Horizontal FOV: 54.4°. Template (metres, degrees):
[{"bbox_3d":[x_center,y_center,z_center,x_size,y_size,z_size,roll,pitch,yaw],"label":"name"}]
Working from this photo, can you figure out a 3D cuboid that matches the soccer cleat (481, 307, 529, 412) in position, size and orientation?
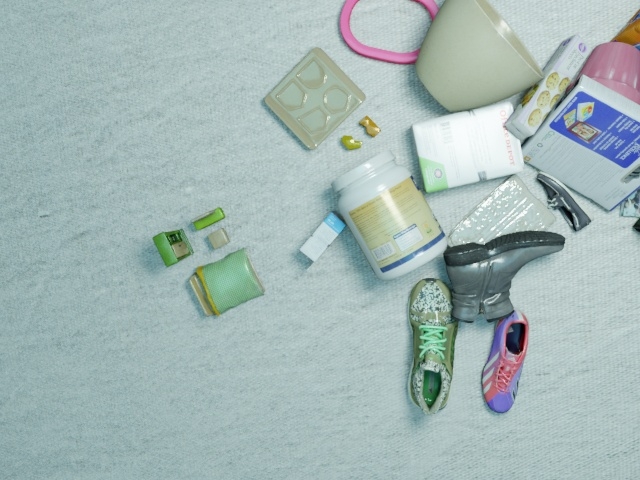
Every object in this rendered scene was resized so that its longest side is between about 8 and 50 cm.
[{"bbox_3d":[0.538,0.355,1.801,0.109,0.116,0.318,9,97,5],"label":"soccer cleat"}]

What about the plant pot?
[{"bbox_3d":[0.770,-0.417,1.667,0.201,0.201,0.180,20,82,4],"label":"plant pot"}]

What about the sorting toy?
[{"bbox_3d":[0.017,-0.379,1.825,0.229,0.041,0.307,-44,90,4],"label":"sorting toy"}]

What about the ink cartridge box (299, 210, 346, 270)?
[{"bbox_3d":[0.000,0.000,1.830,0.060,0.104,0.180,41,98,1],"label":"ink cartridge box"}]

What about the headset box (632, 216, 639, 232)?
[{"bbox_3d":[1.059,-0.047,1.687,0.283,0.131,0.246,35,98,-2],"label":"headset box"}]

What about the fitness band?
[{"bbox_3d":[0.199,-0.615,1.769,0.291,0.054,0.209,13,98,6],"label":"fitness band"}]

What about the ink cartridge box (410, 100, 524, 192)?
[{"bbox_3d":[0.408,-0.259,1.751,0.273,0.115,0.198,-12,95,7],"label":"ink cartridge box"}]

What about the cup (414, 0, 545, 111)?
[{"bbox_3d":[0.393,-0.481,1.652,0.237,0.331,0.331,-39,91,28],"label":"cup"}]

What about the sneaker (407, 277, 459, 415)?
[{"bbox_3d":[0.328,0.314,1.787,0.158,0.182,0.410,-2,95,7],"label":"sneaker"}]

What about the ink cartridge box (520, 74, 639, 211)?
[{"bbox_3d":[0.730,-0.249,1.644,0.307,0.303,0.072,29,57,0],"label":"ink cartridge box"}]

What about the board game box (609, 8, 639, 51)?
[{"bbox_3d":[1.029,-0.548,1.531,0.356,0.356,0.356,41,99,0],"label":"board game box"}]

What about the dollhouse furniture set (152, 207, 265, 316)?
[{"bbox_3d":[-0.323,0.077,1.849,0.198,0.151,0.301,-26,93,8],"label":"dollhouse furniture set"}]

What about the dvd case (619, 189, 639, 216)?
[{"bbox_3d":[0.913,-0.108,1.763,0.120,0.013,0.087,5,97,6],"label":"dvd case"}]

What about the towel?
[{"bbox_3d":[0.516,-0.032,1.799,0.282,0.049,0.187,-44,91,8],"label":"towel"}]

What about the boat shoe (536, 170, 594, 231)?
[{"bbox_3d":[0.679,-0.109,1.759,0.206,0.075,0.065,43,96,-4],"label":"boat shoe"}]

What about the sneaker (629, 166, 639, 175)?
[{"bbox_3d":[0.943,-0.254,1.674,0.235,0.153,0.094,-26,93,8],"label":"sneaker"}]

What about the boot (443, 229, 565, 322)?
[{"bbox_3d":[0.521,0.103,1.747,0.338,0.118,0.222,-11,102,12],"label":"boot"}]

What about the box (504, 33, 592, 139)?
[{"bbox_3d":[0.613,-0.414,1.676,0.067,0.063,0.324,41,76,-12],"label":"box"}]

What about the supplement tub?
[{"bbox_3d":[0.187,-0.071,1.739,0.228,0.228,0.316,-29,93,8],"label":"supplement tub"}]
